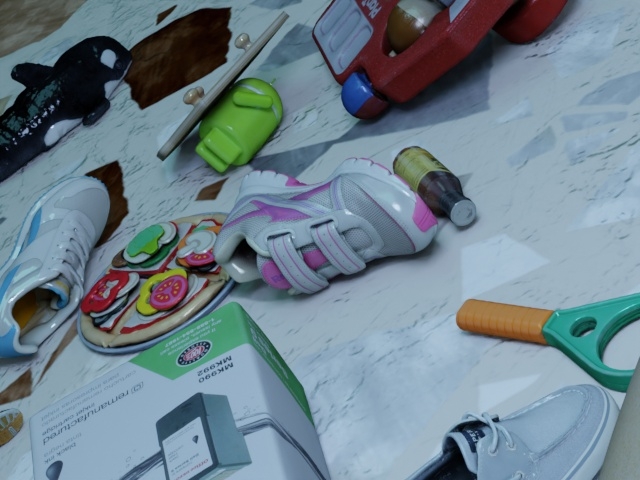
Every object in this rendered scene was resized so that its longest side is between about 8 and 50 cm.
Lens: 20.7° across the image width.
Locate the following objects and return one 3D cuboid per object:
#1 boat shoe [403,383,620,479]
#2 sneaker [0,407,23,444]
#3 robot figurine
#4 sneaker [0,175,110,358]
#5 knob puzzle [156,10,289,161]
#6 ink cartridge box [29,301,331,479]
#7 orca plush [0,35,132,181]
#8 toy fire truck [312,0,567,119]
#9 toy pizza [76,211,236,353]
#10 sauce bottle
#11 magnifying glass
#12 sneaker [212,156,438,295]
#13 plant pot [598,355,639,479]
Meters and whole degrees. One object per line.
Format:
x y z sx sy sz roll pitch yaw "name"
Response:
0.117 0.169 1.257 0.227 0.081 0.079 -39 31 -10 "boat shoe"
-0.325 0.186 1.686 0.083 0.032 0.037 -38 31 -10 "sneaker"
-0.085 -0.127 1.881 0.115 0.067 0.101 -53 5 -30 "robot figurine"
-0.278 0.030 1.825 0.092 0.087 0.229 6 55 40 "sneaker"
-0.126 -0.159 1.911 0.213 0.030 0.213 -49 4 5 "knob puzzle"
-0.103 0.208 1.362 0.211 0.121 0.289 -30 31 5 "ink cartridge box"
-0.365 -0.174 2.170 0.287 0.102 0.151 -36 31 -6 "orca plush"
0.103 -0.249 1.827 0.254 0.169 0.302 -51 26 16 "toy fire truck"
-0.161 0.034 1.755 0.201 0.032 0.201 -23 31 15 "toy pizza"
0.107 -0.049 1.621 0.042 0.042 0.128 -35 33 -4 "sauce bottle"
0.201 0.070 1.380 0.231 0.026 0.092 5 47 47 "magnifying glass"
0.000 0.000 1.604 0.252 0.103 0.111 -6 43 47 "sneaker"
0.276 0.137 1.038 0.274 0.256 0.256 -56 34 -6 "plant pot"
